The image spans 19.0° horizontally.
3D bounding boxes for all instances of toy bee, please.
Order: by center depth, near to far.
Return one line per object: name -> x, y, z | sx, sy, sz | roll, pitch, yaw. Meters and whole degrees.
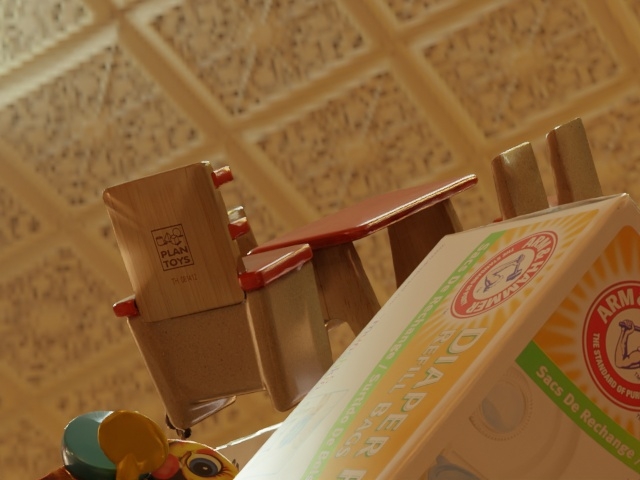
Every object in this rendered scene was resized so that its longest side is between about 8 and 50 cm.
toy bee -> -0.122, 0.189, 1.412 | 0.298, 0.162, 0.195 | -46, -30, -29

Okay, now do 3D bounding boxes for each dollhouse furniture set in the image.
dollhouse furniture set -> 0.000, 0.000, 1.088 | 0.262, 0.259, 0.135 | -13, -83, 33

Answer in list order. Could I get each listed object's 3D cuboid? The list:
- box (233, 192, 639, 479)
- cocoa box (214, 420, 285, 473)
box -> 0.040, 0.096, 0.568 | 0.114, 0.203, 0.103 | 49, -26, -14
cocoa box -> 0.049, 0.327, 1.507 | 0.228, 0.347, 0.231 | 9, -16, -23
